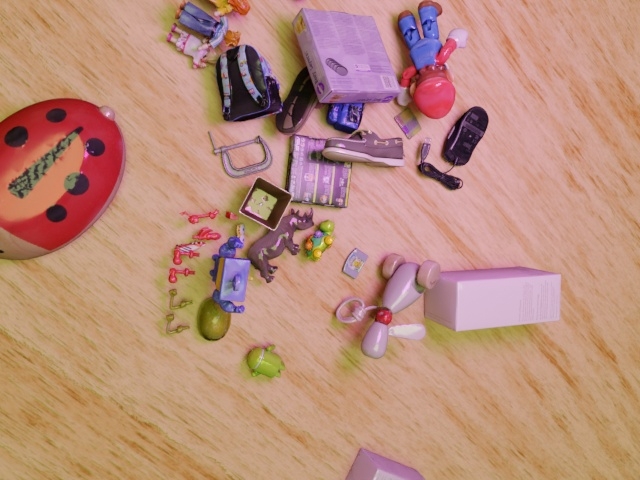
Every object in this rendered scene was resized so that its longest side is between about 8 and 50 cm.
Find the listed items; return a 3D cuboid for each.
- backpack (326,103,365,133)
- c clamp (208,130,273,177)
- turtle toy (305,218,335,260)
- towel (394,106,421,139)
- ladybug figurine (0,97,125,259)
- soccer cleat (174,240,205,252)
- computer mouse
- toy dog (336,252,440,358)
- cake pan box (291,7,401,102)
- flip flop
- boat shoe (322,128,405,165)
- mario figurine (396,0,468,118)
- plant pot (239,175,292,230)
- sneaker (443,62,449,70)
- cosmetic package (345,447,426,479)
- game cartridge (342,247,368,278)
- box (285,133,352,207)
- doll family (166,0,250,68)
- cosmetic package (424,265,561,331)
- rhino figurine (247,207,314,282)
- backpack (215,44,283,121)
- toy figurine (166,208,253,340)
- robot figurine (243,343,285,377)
[{"bbox_3d":[0.075,-0.376,1.382,0.101,0.098,0.120,15,91,-14],"label":"backpack"},{"bbox_3d":[-0.213,-0.244,1.342,0.160,0.022,0.137,-13,98,-15],"label":"c clamp"},{"bbox_3d":[0.000,0.000,1.398,0.066,0.095,0.130,39,81,5],"label":"turtle toy"},{"bbox_3d":[0.267,-0.357,1.488,0.060,0.009,0.083,-41,105,-11],"label":"towel"},{"bbox_3d":[-0.649,-0.150,1.141,0.305,0.162,0.449,39,83,-16],"label":"ladybug figurine"},{"bbox_3d":[-0.350,0.023,1.319,0.083,0.029,0.036,-12,106,-13],"label":"soccer cleat"},{"bbox_3d":[0.397,-0.301,1.510,0.183,0.060,0.262,17,101,-22],"label":"computer mouse"},{"bbox_3d":[0.229,0.194,1.445,0.333,0.220,0.161,-45,137,-2],"label":"toy dog"},{"bbox_3d":[0.078,-0.492,1.316,0.266,0.070,0.246,-13,81,-36],"label":"cake pan box"},{"bbox_3d":[-0.026,-0.391,1.353,0.277,0.112,0.080,-61,150,-17],"label":"flip flop"},{"bbox_3d":[0.125,-0.260,1.364,0.304,0.109,0.091,0,95,-42],"label":"boat shoe"},{"bbox_3d":[0.316,-0.502,1.413,0.170,0.198,0.321,-6,82,-22],"label":"mario figurine"},{"bbox_3d":[-0.154,-0.099,1.331,0.109,0.096,0.109,28,86,-14],"label":"plant pot"},{"bbox_3d":[0.347,-0.474,1.473,0.050,0.070,0.135,16,90,-21],"label":"sneaker"},{"bbox_3d":[0.189,0.797,1.488,0.224,0.138,0.224,28,86,-19],"label":"cosmetic package"},{"bbox_3d":[0.102,0.068,1.467,0.056,0.017,0.083,31,85,-13],"label":"game cartridge"},{"bbox_3d":[-0.003,-0.195,1.400,0.184,0.045,0.191,5,92,-20],"label":"box"},{"bbox_3d":[-0.272,-0.571,1.247,0.163,0.118,0.263,24,87,-18],"label":"doll family"},{"bbox_3d":[0.526,0.170,1.513,0.365,0.197,0.155,-3,96,-15],"label":"cosmetic package"},{"bbox_3d":[-0.103,-0.004,1.369,0.243,0.073,0.106,-48,108,-10],"label":"rhino figurine"},{"bbox_3d":[-0.188,-0.406,1.267,0.158,0.117,0.174,-10,97,28],"label":"backpack"},{"bbox_3d":[-0.264,0.111,1.235,0.191,0.217,0.363,8,96,-30],"label":"toy figurine"},{"bbox_3d":[-0.157,0.343,1.381,0.115,0.067,0.101,29,97,-17],"label":"robot figurine"}]
